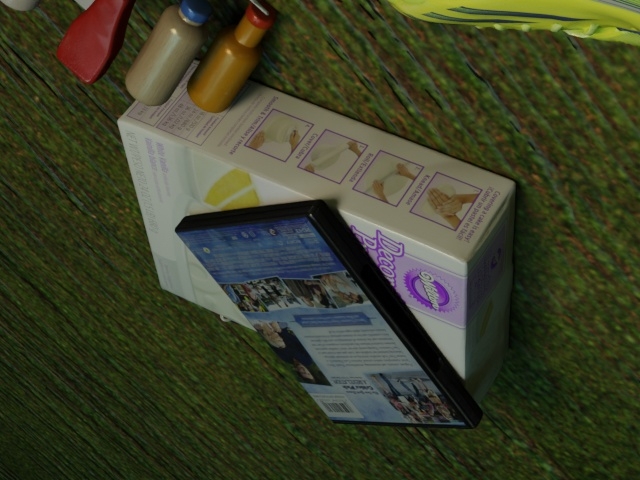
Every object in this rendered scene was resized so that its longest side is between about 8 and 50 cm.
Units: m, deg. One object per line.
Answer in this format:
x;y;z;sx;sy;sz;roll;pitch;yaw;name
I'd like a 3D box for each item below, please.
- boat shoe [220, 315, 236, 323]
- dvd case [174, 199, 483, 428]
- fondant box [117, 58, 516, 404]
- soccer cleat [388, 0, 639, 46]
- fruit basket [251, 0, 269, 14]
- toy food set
-0.071;0.052;1.403;0.206;0.065;0.075;28;149;15;boat shoe
0.007;0.068;1.203;0.180;0.022;0.253;-6;130;48;dvd case
0.000;0.000;1.231;0.330;0.096;0.238;22;147;21;fondant box
0.156;-0.153;0.865;0.289;0.093;0.121;2;142;45;soccer cleat
-0.170;-0.287;0.875;0.327;0.165;0.353;52;177;-25;fruit basket
-0.155;-0.196;1.113;0.232;0.111;0.104;41;129;2;toy food set
